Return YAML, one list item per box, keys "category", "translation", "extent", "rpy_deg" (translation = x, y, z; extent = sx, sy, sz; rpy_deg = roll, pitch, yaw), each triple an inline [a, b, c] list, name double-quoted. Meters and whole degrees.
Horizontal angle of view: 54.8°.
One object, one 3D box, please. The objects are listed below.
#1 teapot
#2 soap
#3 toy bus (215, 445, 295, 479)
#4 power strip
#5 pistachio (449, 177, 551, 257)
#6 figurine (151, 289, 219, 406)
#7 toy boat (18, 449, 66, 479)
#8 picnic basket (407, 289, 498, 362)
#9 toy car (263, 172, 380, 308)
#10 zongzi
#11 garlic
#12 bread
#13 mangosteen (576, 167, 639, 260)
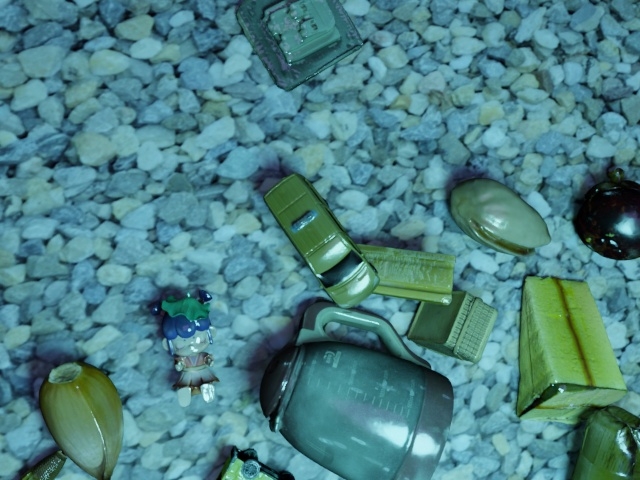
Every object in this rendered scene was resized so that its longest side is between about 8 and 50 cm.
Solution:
- category: "teapot"
  translation: [0.058, 0.260, 1.110]
  extent: [0.312, 0.233, 0.315]
  rpy_deg: [24, 50, -3]
- category: "soap"
  translation: [0.127, 0.059, 1.165]
  extent: [0.251, 0.037, 0.092]
  rpy_deg: [7, 82, 17]
- category: "toy bus"
  translation: [-0.101, 0.453, 1.106]
  extent: [0.175, 0.088, 0.101]
  rpy_deg: [32, 80, -4]
- category: "power strip"
  translation: [-0.038, -0.431, 1.227]
  extent: [0.213, 0.064, 0.198]
  rpy_deg: [-34, 93, -14]
- category: "pistachio"
  translation: [0.358, -0.046, 1.237]
  extent: [0.223, 0.126, 0.152]
  rpy_deg: [32, 43, -7]
- category: "figurine"
  translation: [-0.240, 0.189, 1.103]
  extent: [0.111, 0.102, 0.195]
  rpy_deg: [-5, 88, -15]
- category: "toy boat"
  translation: [-0.492, 0.418, 1.049]
  extent: [0.047, 0.049, 0.149]
  rpy_deg: [44, 78, -5]
- category: "picnic basket"
  translation: [0.248, 0.160, 1.172]
  extent: [0.079, 0.164, 0.115]
  rpy_deg: [29, 78, -16]
- category: "toy car"
  translation: [0.000, 0.000, 1.126]
  extent: [0.101, 0.124, 0.257]
  rpy_deg: [-37, 71, 4]
- category: "zongzi"
  translation: [0.637, 0.467, 1.221]
  extent: [0.299, 0.145, 0.274]
  rpy_deg: [6, 101, -21]
- category: "garlic"
  translation: [-0.395, 0.302, 1.054]
  extent: [0.115, 0.128, 0.207]
  rpy_deg: [-26, 93, -57]
- category: "bread"
  translation: [0.487, 0.227, 1.275]
  extent: [0.167, 0.163, 0.264]
  rpy_deg: [7, 51, -10]
- category: "mangosteen"
  translation: [0.624, -0.045, 1.274]
  extent: [0.184, 0.172, 0.173]
  rpy_deg: [-35, 92, -32]
